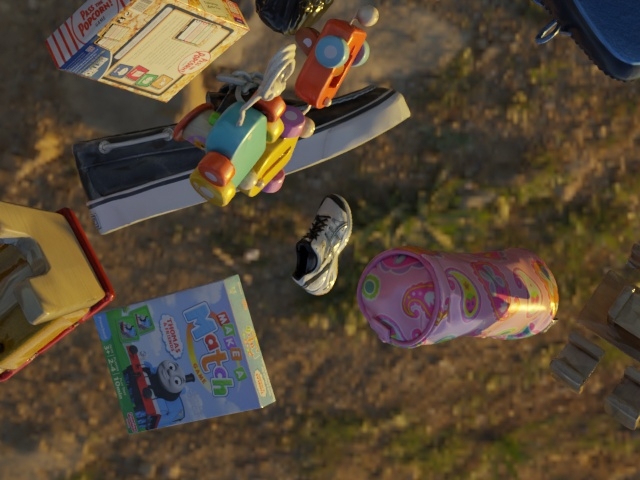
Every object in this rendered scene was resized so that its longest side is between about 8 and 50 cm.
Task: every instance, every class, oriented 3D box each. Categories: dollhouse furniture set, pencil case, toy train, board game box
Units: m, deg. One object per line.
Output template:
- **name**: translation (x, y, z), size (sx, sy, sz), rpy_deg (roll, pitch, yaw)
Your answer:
- **dollhouse furniture set**: translation (0.422, 0.134, 1.652), size (0.242, 0.212, 0.161), rpy_deg (34, 173, 17)
- **pencil case**: translation (0.168, 0.067, 1.646), size (0.124, 0.124, 0.284), rpy_deg (-26, 163, 34)
- **toy train**: translation (-0.029, -0.083, 0.789), size (0.046, 0.166, 0.125), rpy_deg (32, 109, 10)
- **board game box**: translation (-0.195, -0.234, 1.608), size (0.147, 0.045, 0.193), rpy_deg (-37, 155, 22)
- **board game box**: translation (-0.169, 0.142, 1.719), size (0.211, 0.160, 0.039), rpy_deg (-16, -178, 31)
- **dollhouse furniture set**: translation (-0.301, 0.054, 0.906), size (0.374, 0.201, 0.152), rpy_deg (-35, 165, 21)

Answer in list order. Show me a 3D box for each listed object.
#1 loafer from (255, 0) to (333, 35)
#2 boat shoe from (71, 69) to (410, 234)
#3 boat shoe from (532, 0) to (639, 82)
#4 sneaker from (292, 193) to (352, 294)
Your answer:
- **loafer**: translation (-0.004, -0.232, 0.825), size (0.078, 0.076, 0.223), rpy_deg (24, 115, 20)
- **boat shoe**: translation (-0.073, -0.102, 1.279), size (0.306, 0.113, 0.105), rpy_deg (-19, 95, -3)
- **boat shoe**: translation (0.207, -0.226, 1.144), size (0.109, 0.258, 0.089), rpy_deg (-7, 149, -19)
- **sneaker**: translation (0.000, 0.000, 1.111), size (0.032, 0.083, 0.037), rpy_deg (0, 162, 40)
